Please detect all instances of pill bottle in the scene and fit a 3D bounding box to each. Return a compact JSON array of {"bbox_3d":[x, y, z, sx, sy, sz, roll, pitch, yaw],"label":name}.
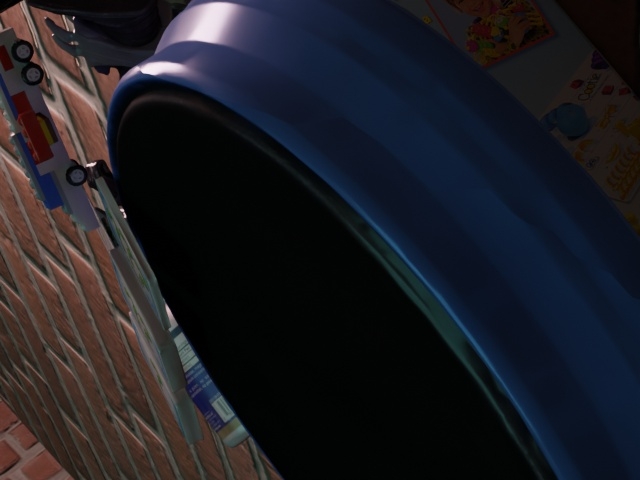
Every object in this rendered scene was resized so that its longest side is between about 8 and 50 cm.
[{"bbox_3d":[-0.097,0.091,1.369,0.187,0.112,0.112,53,159,5],"label":"pill bottle"}]

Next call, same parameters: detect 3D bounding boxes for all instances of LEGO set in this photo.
[{"bbox_3d":[-0.147,-0.011,0.843,0.244,0.060,0.182,59,166,31],"label":"LEGO set"}]

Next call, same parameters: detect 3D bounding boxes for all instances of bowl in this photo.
[{"bbox_3d":[0.034,0.059,0.685,0.391,0.077,0.391,45,158,24],"label":"bowl"}]

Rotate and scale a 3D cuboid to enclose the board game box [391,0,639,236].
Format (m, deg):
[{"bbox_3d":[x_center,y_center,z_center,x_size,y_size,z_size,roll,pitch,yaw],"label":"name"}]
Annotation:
[{"bbox_3d":[0.083,-0.024,0.765,0.275,0.144,0.142,52,159,8],"label":"board game box"}]

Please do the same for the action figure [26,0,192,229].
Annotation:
[{"bbox_3d":[-0.108,-0.108,0.968,0.099,0.185,0.285,-3,150,14],"label":"action figure"}]

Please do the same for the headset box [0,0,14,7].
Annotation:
[{"bbox_3d":[-0.314,-0.323,1.172,0.283,0.131,0.246,59,159,-11],"label":"headset box"}]
